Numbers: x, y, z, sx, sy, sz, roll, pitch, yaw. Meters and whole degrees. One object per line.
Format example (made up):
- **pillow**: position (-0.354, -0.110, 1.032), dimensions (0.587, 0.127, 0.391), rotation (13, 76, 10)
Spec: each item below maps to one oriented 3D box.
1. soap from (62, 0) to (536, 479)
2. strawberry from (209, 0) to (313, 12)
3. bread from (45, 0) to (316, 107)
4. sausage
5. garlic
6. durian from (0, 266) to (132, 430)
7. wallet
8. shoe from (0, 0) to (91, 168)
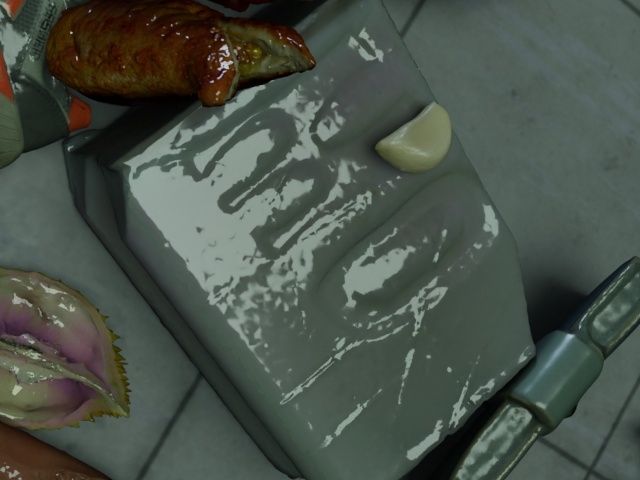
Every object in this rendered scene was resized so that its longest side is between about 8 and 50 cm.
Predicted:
- **soap**: position (0.000, 0.000, 1.239), dimensions (0.350, 0.213, 0.435), rotation (-37, 108, -17)
- **strawberry**: position (-0.104, -0.386, 1.078), dimensions (0.295, 0.317, 0.345), rotation (-23, 119, 6)
- **bread**: position (-0.129, -0.166, 1.048), dimensions (0.139, 0.269, 0.095), rotation (-32, 118, -38)
- **sausage**: position (-0.301, 0.224, 1.191), dimensions (0.326, 0.079, 0.087), rotation (32, 123, -26)
- **garlic**: position (0.092, -0.091, 1.136), dimensions (0.083, 0.041, 0.053), rotation (-43, 97, -27)
- **durian**: position (-0.279, 0.104, 1.177), dimensions (0.182, 0.132, 0.165), rotation (-3, 88, -18)
- **wallet**: position (0.233, 0.171, 1.340), dimensions (0.083, 0.252, 0.360), rotation (41, 76, 12)
- **shoe**: position (-0.280, -0.243, 1.155), dimensions (0.171, 0.132, 0.336), rotation (-14, 101, -25)
